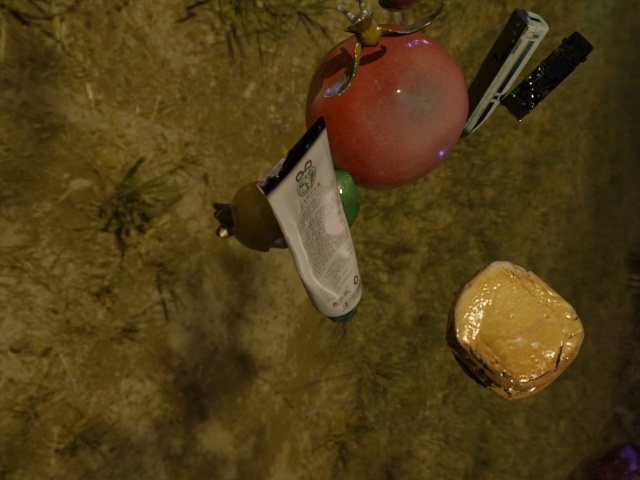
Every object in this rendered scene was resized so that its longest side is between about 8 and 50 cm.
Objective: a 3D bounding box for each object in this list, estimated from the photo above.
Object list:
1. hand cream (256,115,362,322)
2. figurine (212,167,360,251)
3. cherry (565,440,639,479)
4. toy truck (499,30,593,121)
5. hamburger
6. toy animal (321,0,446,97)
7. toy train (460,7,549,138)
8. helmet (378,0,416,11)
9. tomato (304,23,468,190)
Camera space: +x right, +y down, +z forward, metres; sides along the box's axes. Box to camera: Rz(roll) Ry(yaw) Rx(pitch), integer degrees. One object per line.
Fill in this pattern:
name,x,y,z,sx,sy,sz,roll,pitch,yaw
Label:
hand cream,0.000,0.000,0.861,0.121,0.076,0.336,-54,149,-27
figurine,-0.057,-0.040,1.080,0.185,0.234,0.127,106,-40,-78
cherry,0.483,0.419,1.033,0.195,0.195,0.195,-31,125,-59
toy truck,0.627,-0.455,1.792,0.259,0.088,0.121,-43,177,-11
hamburger,0.305,0.139,1.043,0.108,0.213,0.214,80,28,-57
toy animal,0.072,-0.325,0.976,0.095,0.219,0.155,49,17,-36
toy train,0.479,-0.438,1.808,0.407,0.088,0.087,118,-35,-43
helmet,0.181,-0.607,1.575,0.089,0.111,0.057,-58,143,-8
tomato,0.128,-0.251,1.234,0.321,0.321,0.322,-31,125,-59
